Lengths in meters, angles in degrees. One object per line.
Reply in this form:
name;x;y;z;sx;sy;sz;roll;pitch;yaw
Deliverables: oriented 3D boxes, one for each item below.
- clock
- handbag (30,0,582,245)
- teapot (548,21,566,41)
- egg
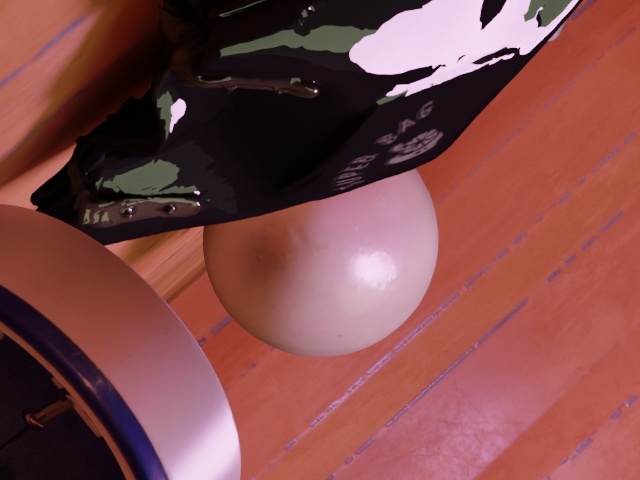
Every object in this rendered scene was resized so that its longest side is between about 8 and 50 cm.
clock;-0.154;0.094;0.734;0.083;0.230;0.230;-42;180;-44
handbag;-0.007;-0.104;0.768;0.288;0.152;0.342;-27;170;-34
teapot;0.396;-0.429;1.908;0.318;0.149;0.220;-43;178;14
egg;0.000;0.000;1.587;0.283;0.283;0.345;-41;177;6
